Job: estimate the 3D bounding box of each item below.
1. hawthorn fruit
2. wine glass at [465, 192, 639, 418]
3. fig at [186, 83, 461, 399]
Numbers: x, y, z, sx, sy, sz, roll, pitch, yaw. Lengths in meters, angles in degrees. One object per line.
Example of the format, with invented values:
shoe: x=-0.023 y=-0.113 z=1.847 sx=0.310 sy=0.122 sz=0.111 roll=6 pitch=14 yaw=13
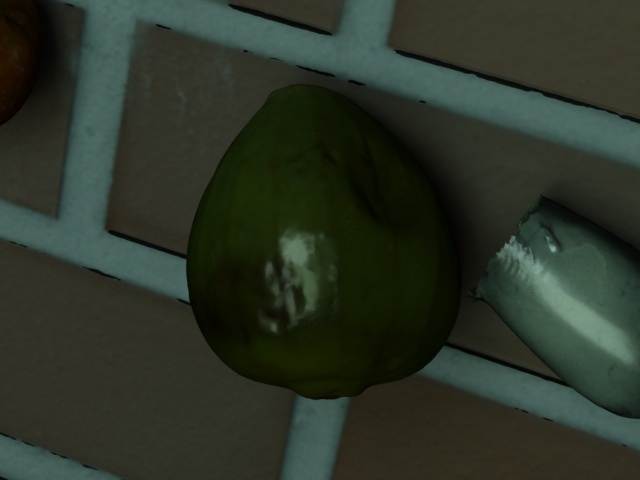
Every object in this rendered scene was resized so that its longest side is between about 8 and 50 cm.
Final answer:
hawthorn fruit: x=-0.314 y=-0.161 z=1.396 sx=0.189 sy=0.189 sz=0.189 roll=7 pitch=109 yaw=20
wine glass: x=0.214 y=0.062 z=1.283 sx=0.204 sy=0.111 sz=0.111 roll=37 pitch=117 yaw=4
fig: x=-0.003 y=0.005 z=1.301 sx=0.207 sy=0.207 sz=0.230 roll=-5 pitch=105 yaw=23
